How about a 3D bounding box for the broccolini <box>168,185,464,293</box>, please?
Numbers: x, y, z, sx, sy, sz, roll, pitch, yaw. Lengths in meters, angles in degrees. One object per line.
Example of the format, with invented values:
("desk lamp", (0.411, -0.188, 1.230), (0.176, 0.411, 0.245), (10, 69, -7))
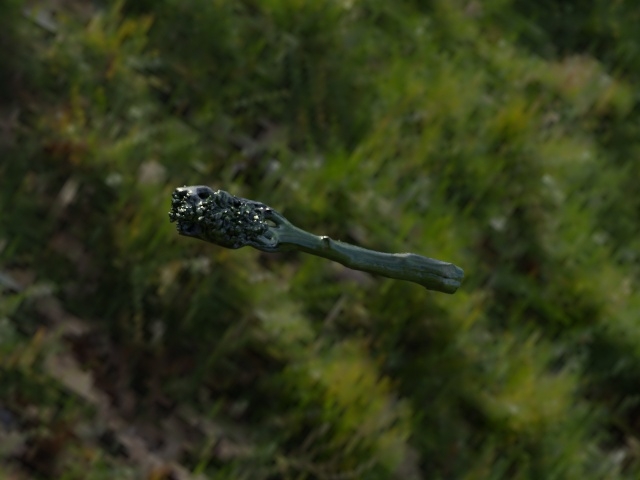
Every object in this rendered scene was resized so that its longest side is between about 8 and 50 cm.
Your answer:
("broccolini", (0.004, -0.004, 1.473), (0.254, 0.057, 0.071), (10, 52, -29))
